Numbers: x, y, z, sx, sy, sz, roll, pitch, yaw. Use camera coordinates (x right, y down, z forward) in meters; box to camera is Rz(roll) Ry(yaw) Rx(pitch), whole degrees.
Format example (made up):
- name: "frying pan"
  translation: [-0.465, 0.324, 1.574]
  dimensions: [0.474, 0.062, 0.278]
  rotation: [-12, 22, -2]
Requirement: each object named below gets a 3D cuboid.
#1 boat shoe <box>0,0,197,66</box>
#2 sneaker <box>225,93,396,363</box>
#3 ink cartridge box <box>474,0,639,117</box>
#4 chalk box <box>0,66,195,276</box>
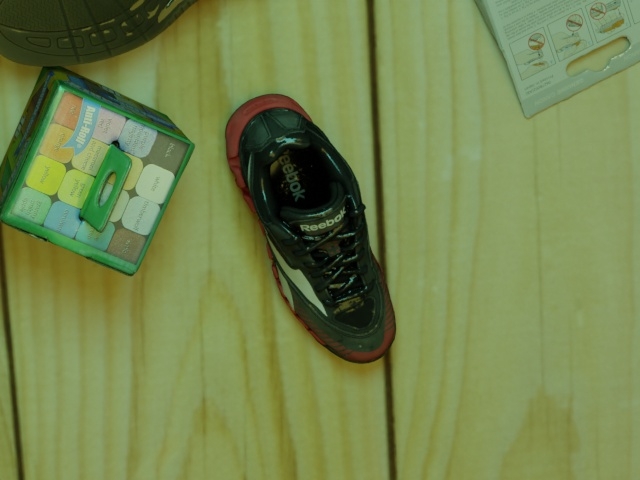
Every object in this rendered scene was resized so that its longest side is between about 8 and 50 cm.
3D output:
- name: "boat shoe"
  translation: [-0.160, -0.248, 1.726]
  dimensions: [0.302, 0.098, 0.109]
  rotation: [-27, 118, -7]
- name: "sneaker"
  translation: [-0.001, 0.000, 1.785]
  dimensions: [0.098, 0.135, 0.276]
  rotation: [-26, 106, -7]
- name: "ink cartridge box"
  translation: [0.231, -0.254, 1.835]
  dimensions: [0.181, 0.056, 0.224]
  rotation: [-27, 123, -5]
- name: "chalk box"
  translation: [-0.200, -0.061, 1.691]
  dimensions: [0.132, 0.213, 0.132]
  rotation: [24, 95, -15]
